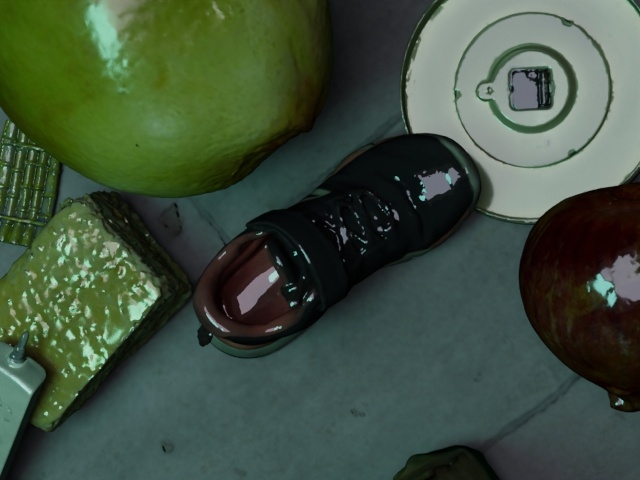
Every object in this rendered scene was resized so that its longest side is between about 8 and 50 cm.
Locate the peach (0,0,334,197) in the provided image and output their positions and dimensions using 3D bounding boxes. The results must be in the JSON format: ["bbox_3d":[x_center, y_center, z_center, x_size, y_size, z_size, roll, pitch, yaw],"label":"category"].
[{"bbox_3d":[-0.147,-0.189,1.535,0.281,0.314,0.315,-42,98,-21],"label":"peach"}]

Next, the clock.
[{"bbox_3d":[0.185,-0.131,1.599,0.235,0.029,0.235,-1,87,12],"label":"clock"}]

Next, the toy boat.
[{"bbox_3d":[-0.274,-0.052,1.700,0.063,0.016,0.115,9,89,13],"label":"toy boat"}]

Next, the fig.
[{"bbox_3d":[0.259,0.046,1.503,0.205,0.205,0.205,-1,87,12],"label":"fig"}]

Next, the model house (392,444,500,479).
[{"bbox_3d":[0.039,0.420,1.475,0.343,0.334,0.382,-33,85,19],"label":"model house"}]

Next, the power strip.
[{"bbox_3d":[-0.297,0.176,1.624,0.060,0.027,0.252,32,124,10],"label":"power strip"}]

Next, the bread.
[{"bbox_3d":[-0.222,0.063,1.639,0.138,0.102,0.196,44,102,14],"label":"bread"}]

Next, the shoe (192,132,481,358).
[{"bbox_3d":[0.000,0.000,1.573,0.291,0.137,0.114,-36,80,12],"label":"shoe"}]
